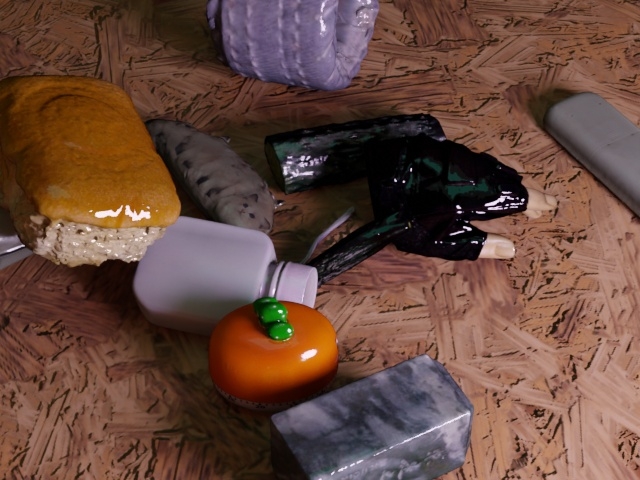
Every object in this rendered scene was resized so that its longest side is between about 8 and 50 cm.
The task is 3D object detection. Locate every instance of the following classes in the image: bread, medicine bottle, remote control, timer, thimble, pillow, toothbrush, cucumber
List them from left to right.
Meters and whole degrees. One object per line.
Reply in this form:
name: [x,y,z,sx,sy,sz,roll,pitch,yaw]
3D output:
bread: [-0.253,-0.077,1.391,0.174,0.121,0.245,-4,40,-25]
pillow: [-0.114,-0.072,1.535,0.093,0.051,0.241,-23,53,-26]
medicine bottle: [-0.099,0.043,1.405,0.183,0.069,0.119,10,59,13]
timer: [-0.047,0.103,1.312,0.136,0.136,0.099,-9,39,-8]
thimble: [-0.032,-0.302,1.664,0.172,0.205,0.236,12,47,15]
toothbrush: [0.000,0.000,1.493,0.013,0.011,0.131,41,55,9]
cucumber: [0.034,0.010,1.429,0.135,0.034,0.033,-33,80,14]
cucumber: [0.043,-0.117,1.574,0.211,0.062,0.078,-16,46,-14]
remote control: [0.374,-0.078,1.543,0.090,0.038,0.309,-24,48,-20]

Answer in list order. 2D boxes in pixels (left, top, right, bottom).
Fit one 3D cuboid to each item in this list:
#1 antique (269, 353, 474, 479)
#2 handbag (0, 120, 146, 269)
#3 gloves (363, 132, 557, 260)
antique: [0.052,0.186,1.247,0.183,0.088,0.086,-21,49,-18]
handbag: [-0.319,-0.092,1.534,0.315,0.109,0.241,-32,53,-32]
gloves: [0.158,-0.051,1.477,0.203,0.124,0.164,-8,63,4]
